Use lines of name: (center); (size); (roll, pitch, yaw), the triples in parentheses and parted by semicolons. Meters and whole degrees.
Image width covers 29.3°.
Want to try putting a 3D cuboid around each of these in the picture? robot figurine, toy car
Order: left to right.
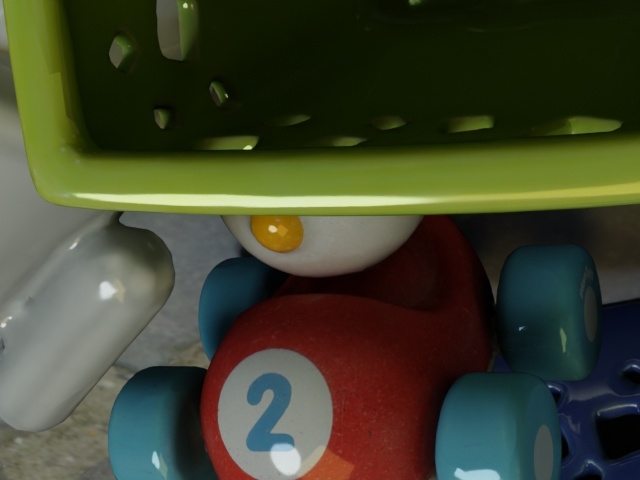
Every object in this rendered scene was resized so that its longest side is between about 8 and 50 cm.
robot figurine: (-0.185, -0.056, 0.557); (0.353, 0.200, 0.300); (-40, 80, 36)
toy car: (0.000, 0.000, 0.600); (0.219, 0.210, 0.238); (-2, 121, 27)

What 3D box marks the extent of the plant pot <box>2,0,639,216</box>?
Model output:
plant pot: (0.044, -0.134, 0.396); (0.227, 0.207, 0.228); (0, 99, 20)

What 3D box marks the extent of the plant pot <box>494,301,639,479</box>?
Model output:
plant pot: (0.149, 0.199, 0.742); (0.236, 0.212, 0.236); (-13, 129, 20)
